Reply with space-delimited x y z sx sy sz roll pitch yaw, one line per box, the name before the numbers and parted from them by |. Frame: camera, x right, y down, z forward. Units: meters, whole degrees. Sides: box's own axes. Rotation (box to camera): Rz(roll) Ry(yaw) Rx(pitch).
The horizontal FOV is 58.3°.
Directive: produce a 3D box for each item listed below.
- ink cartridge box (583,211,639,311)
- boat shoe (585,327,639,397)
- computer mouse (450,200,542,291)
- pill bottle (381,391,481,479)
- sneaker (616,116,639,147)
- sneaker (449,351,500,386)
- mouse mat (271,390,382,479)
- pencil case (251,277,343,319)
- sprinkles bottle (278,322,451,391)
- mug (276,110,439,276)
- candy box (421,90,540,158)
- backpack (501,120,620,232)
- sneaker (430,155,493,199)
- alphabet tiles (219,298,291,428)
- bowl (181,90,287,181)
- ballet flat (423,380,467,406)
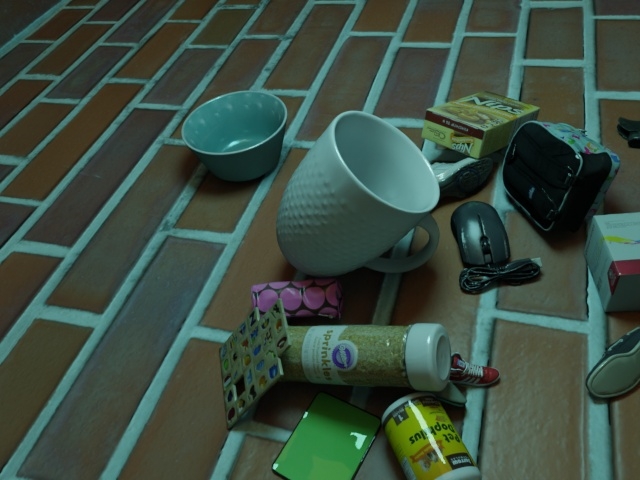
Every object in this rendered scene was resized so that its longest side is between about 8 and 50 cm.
ink cartridge box | 0.657 0.043 1.222 0.127 0.128 0.176 -4 46 7
boat shoe | 0.588 0.234 1.117 0.206 0.075 0.065 -32 6 -12
computer mouse | 0.393 -0.011 1.368 0.188 0.072 0.272 -11 45 2
pill bottle | 0.198 0.381 0.998 0.117 0.117 0.215 -20 46 -8
sneaker | 0.895 -0.291 1.550 0.170 0.051 0.089 7 53 23
sneaker | 0.296 0.254 1.135 0.118 0.067 0.042 -2 47 9
mouse mat | 0.014 0.392 1.103 0.152 0.007 0.190 19 54 27
pencil case | -0.053 0.139 1.307 0.209 0.095 0.098 -6 70 9
sprinkles bottle | 0.067 0.223 1.113 0.355 0.121 0.121 -5 43 30
mug | 0.093 -0.050 1.288 0.374 0.328 0.276 30 42 -15
candy box | 0.446 -0.327 1.586 0.183 0.088 0.316 30 40 33
backpack | 0.564 -0.167 1.383 0.191 0.225 0.253 -5 36 -24
sneaker | 0.314 -0.167 1.515 0.297 0.111 0.129 -20 40 -10
alphabet tiles | -0.137 0.234 1.171 0.237 0.009 0.198 -48 37 28
bowl | -0.237 -0.290 1.703 0.311 0.163 0.312 -6 45 6
ballet flat | 0.191 0.263 1.138 0.213 0.072 0.068 15 89 26
